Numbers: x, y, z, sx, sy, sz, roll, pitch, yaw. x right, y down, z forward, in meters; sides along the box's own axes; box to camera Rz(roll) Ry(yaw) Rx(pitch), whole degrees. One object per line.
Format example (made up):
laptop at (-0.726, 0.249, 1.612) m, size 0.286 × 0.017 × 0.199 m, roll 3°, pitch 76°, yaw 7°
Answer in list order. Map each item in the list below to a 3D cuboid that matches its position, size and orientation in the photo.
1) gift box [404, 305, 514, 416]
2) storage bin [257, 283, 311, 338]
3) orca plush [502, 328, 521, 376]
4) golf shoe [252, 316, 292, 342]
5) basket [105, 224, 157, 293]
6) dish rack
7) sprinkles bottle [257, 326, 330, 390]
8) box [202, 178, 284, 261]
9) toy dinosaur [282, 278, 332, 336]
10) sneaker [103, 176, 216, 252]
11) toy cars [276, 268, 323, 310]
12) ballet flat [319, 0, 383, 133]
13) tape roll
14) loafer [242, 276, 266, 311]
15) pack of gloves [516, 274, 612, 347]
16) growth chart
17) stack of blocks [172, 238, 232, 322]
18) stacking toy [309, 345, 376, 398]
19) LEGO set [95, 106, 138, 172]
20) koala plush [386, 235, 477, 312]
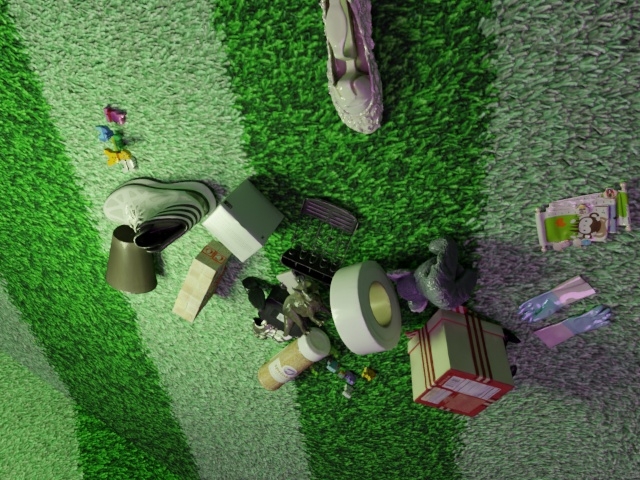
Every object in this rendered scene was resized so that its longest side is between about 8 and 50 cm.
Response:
gift box at (0.417, 0.360, 1.504) m, size 0.277 × 0.258 × 0.255 m, roll 23°, pitch 131°, yaw -14°
storage bin at (-0.123, 0.261, 1.755) m, size 0.180 × 0.084 × 0.122 m, roll 32°, pitch 128°, yaw -3°
orca plush at (0.587, 0.430, 1.590) m, size 0.151 × 0.102 × 0.287 m, roll 23°, pitch 127°, yaw 5°
golf shoe at (-0.177, 0.333, 1.829) m, size 0.199 × 0.077 × 0.093 m, roll -3°, pitch 121°, yaw 21°
basket at (-0.711, 0.063, 1.804) m, size 0.205 × 0.154 × 0.226 m, roll 20°, pitch 124°, yaw 6°
dish rack at (0.000, 0.000, 1.537) m, size 0.209 × 0.074 × 0.271 m, roll 22°, pitch 127°, yaw 4°
sprinkles bottle at (-0.108, 0.467, 1.866) m, size 0.121 × 0.121 × 0.355 m, roll 40°, pitch 128°, yaw -8°
box at (-0.240, -0.065, 1.515) m, size 0.181 × 0.181 × 0.119 m, roll 46°, pitch 128°, yaw -12°
toy dinosaur at (-0.058, 0.227, 1.609) m, size 0.160 × 0.121 × 0.313 m, roll 48°, pitch 142°, yaw 1°
sneaker at (-0.595, -0.084, 1.587) m, size 0.449 × 0.257 × 0.168 m, roll -2°, pitch 122°, yaw 22°
toy cars at (0.033, 0.203, 1.659) m, size 0.394 × 0.087 × 0.176 m, roll 25°, pitch 137°, yaw 9°
ballet flat at (0.063, -0.441, 1.177) m, size 0.147 × 0.147 × 0.408 m, roll 0°, pitch 123°, yaw 21°
tape roll at (0.146, 0.207, 1.492) m, size 0.100 × 0.286 × 0.286 m, roll -19°, pitch 114°, yaw 30°
loafer at (-0.231, 0.201, 1.725) m, size 0.062 × 0.170 × 0.061 m, roll -24°, pitch 131°, yaw -8°
pack of gloves at (0.730, 0.230, 1.437) m, size 0.195 × 0.046 × 0.232 m, roll 43°, pitch 127°, yaw -10°
growth chart at (0.695, -0.052, 1.274) m, size 0.238 × 0.021 × 0.171 m, roll -16°, pitch 117°, yaw 30°
stack of blocks at (-0.417, 0.136, 1.725) m, size 0.087 × 0.171 × 0.297 m, roll 31°, pitch 127°, yaw -2°
stacking toy at (0.082, 0.508, 1.871) m, size 0.221 × 0.052 × 0.167 m, roll 35°, pitch 126°, yaw -2°
LEGO set at (-0.652, -0.311, 1.563) m, size 0.093 × 0.087 × 0.227 m, roll 7°, pitch 126°, yaw 17°
koala plush at (0.318, 0.128, 1.446) m, size 0.221 × 0.203 × 0.196 m, roll -19°, pitch 114°, yaw 43°
